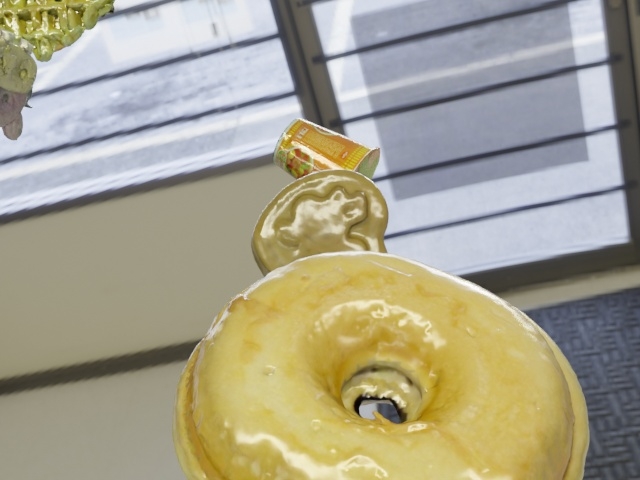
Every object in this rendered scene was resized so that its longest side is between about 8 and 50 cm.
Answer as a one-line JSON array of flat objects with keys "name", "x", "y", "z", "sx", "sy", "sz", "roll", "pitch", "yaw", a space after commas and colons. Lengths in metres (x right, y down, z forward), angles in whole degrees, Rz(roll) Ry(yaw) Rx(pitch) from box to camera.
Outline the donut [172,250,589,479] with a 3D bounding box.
[{"name": "donut", "x": 0.066, "y": 0.184, "z": 1.019, "sx": 0.449, "sy": 0.198, "sz": 0.449, "roll": 1, "pitch": 46, "yaw": -1}]

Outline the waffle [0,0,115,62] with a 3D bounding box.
[{"name": "waffle", "x": -0.476, "y": -0.463, "z": 1.594, "sx": 0.297, "sy": 0.073, "sz": 0.317, "roll": 38, "pitch": 71, "yaw": 11}]

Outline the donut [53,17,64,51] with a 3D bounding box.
[{"name": "donut", "x": -0.640, "y": -0.513, "z": 2.130, "sx": 0.146, "sy": 0.181, "sz": 0.078, "roll": -28, "pitch": -5, "yaw": -20}]

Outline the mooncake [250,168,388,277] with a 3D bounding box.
[{"name": "mooncake", "x": 0.000, "y": 0.000, "z": 1.540, "sx": 0.235, "sy": 0.235, "sz": 0.117, "roll": -21, "pitch": -5, "yaw": -10}]

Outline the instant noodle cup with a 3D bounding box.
[{"name": "instant noodle cup", "x": 0.007, "y": -0.168, "z": 1.985, "sx": 0.185, "sy": 0.168, "sz": 0.168, "roll": 31, "pitch": 44, "yaw": 13}]

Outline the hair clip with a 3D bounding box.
[{"name": "hair clip", "x": -0.464, "y": -0.229, "z": 1.383, "sx": 0.056, "sy": 0.146, "sz": 0.187, "roll": 20, "pitch": -1, "yaw": 3}]
